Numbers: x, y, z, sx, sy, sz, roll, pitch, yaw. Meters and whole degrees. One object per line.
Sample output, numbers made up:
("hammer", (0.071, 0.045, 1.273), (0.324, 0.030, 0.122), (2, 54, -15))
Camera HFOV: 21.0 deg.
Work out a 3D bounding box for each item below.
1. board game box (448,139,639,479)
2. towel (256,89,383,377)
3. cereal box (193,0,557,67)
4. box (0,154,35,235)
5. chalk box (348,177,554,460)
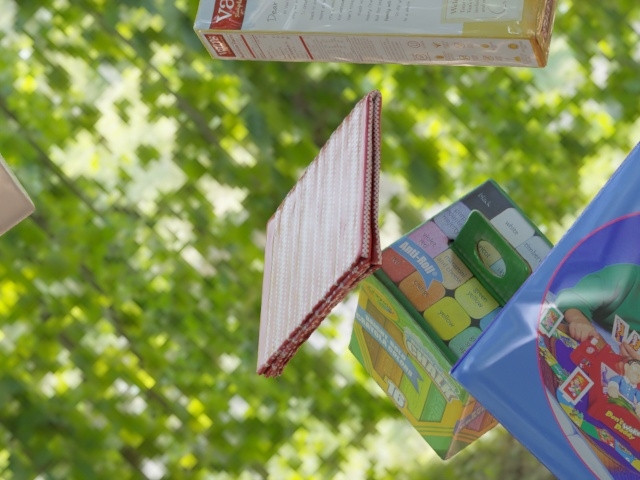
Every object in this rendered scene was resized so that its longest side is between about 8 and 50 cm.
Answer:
("board game box", (0.261, 0.102, 0.861), (0.078, 0.347, 0.233), (-33, -17, -48))
("towel", (0.000, 0.000, 1.721), (0.275, 0.031, 0.199), (130, 149, -53))
("cereal box", (0.045, -0.203, 1.175), (0.047, 0.240, 0.173), (55, -137, -60))
("box", (-0.346, -0.055, 1.303), (0.181, 0.182, 0.119), (-37, 44, -7))
("chalk box", (0.158, 0.074, 1.831), (0.179, 0.180, 0.289), (-33, -21, -18))
